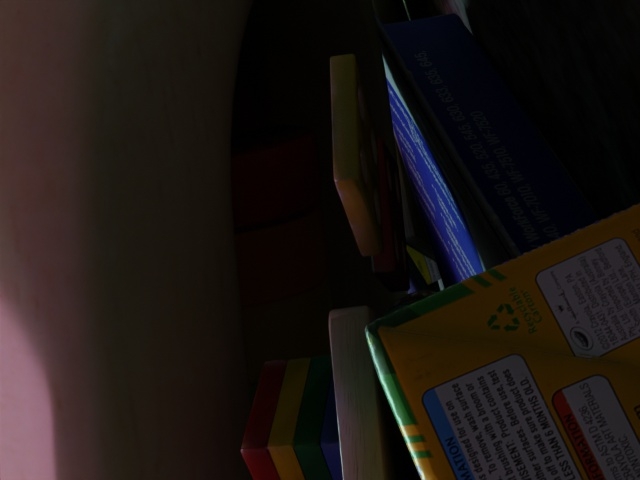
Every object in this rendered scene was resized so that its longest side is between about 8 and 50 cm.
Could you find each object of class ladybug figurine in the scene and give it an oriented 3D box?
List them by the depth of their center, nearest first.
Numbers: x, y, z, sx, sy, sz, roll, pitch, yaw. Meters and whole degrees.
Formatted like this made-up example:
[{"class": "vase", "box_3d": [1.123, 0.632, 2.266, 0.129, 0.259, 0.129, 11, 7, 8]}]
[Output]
[{"class": "ladybug figurine", "box_3d": [-0.068, 0.034, 0.693, 0.305, 0.162, 0.449, -23, -70, -70]}]

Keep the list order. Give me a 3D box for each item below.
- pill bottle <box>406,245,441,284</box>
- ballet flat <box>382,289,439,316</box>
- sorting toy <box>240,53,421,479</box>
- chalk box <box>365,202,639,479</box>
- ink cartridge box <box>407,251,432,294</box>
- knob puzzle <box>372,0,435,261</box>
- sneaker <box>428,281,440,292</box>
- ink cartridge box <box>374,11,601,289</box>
[{"class": "pill bottle", "box_3d": [0.000, 0.000, 1.195, 0.117, 0.215, 0.117, 155, 90, -88]}, {"class": "ballet flat", "box_3d": [0.085, 0.109, 0.663, 0.067, 0.073, 0.206, 3, -122, -46]}, {"class": "sorting toy", "box_3d": [0.008, 0.085, 0.550, 0.132, 0.046, 0.274, 36, -132, -79]}, {"class": "chalk box", "box_3d": [0.108, 0.094, 0.520, 0.213, 0.132, 0.132, 69, 177, -60]}, {"class": "ink cartridge box", "box_3d": [-0.054, 0.027, 1.031, 0.270, 0.197, 0.198, 59, -175, 15]}, {"class": "knob puzzle", "box_3d": [0.041, -0.084, 1.050, 0.213, 0.030, 0.213, -12, -90, -78]}, {"class": "sneaker", "box_3d": [0.039, 0.024, 1.308, 0.097, 0.084, 0.235, 146, 124, -63]}, {"class": "ink cartridge box", "box_3d": [0.108, 0.028, 0.826, 0.303, 0.072, 0.307, -114, 4, -50]}]
